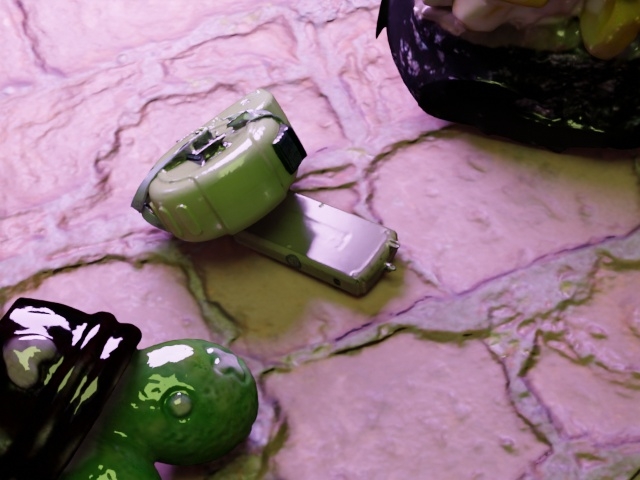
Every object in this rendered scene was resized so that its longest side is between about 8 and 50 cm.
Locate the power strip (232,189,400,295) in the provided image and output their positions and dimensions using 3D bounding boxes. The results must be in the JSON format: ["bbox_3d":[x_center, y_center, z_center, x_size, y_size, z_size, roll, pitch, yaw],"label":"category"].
[{"bbox_3d":[0.000,0.000,1.832,0.169,0.028,0.076,23,55,25],"label":"power strip"}]

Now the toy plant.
[{"bbox_3d":[-0.185,0.150,1.645,0.235,0.175,0.218,33,63,-5],"label":"toy plant"}]

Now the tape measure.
[{"bbox_3d":[-0.092,-0.065,1.828,0.177,0.087,0.154,-37,25,-8],"label":"tape measure"}]

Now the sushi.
[{"bbox_3d":[0.232,-0.283,1.887,0.328,0.285,0.328,14,51,16],"label":"sushi"}]
